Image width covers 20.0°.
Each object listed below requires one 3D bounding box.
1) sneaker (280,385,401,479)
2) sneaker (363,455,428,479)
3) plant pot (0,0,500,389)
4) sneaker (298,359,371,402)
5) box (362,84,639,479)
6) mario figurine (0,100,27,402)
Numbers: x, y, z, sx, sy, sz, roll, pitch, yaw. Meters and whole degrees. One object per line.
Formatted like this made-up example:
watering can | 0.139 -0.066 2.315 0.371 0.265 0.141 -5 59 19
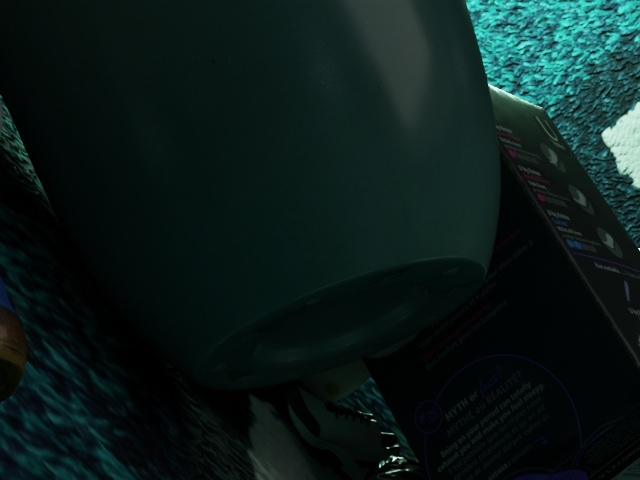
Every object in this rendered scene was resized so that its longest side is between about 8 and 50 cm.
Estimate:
sneaker | 0.014 0.127 1.258 0.109 0.044 0.040 42 16 -38
sneaker | 0.052 0.180 1.226 0.077 0.072 0.178 42 -1 26
plant pot | -0.026 -0.051 1.082 0.293 0.293 0.235 25 41 -67
sneaker | 0.000 0.000 1.388 0.169 0.108 0.292 50 31 -23
box | 0.124 0.046 1.210 0.143 0.165 0.270 14 40 -53
mario figurine | -0.219 -0.054 0.789 0.198 0.170 0.320 95 -15 -49
